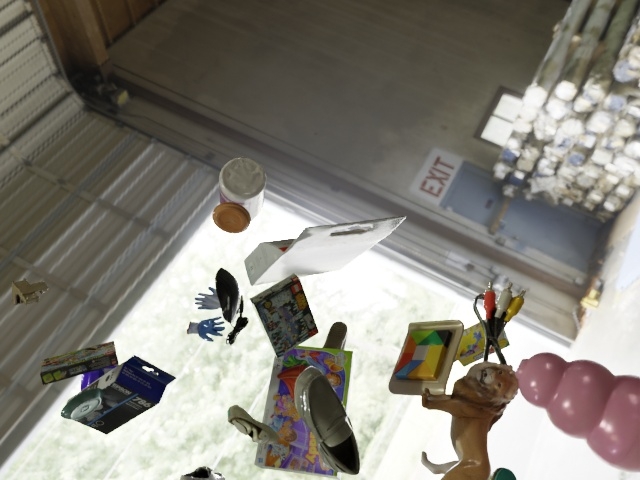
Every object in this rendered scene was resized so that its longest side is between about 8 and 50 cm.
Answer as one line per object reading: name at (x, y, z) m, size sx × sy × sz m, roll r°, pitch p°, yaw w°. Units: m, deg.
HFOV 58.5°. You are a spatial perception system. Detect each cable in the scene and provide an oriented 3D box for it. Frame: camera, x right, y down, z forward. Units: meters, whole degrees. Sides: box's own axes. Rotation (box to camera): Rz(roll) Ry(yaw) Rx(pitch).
cable at (0.479, 0.246, 1.595) m, size 0.072 × 0.139 × 0.287 m, roll 74°, pitch -147°, yaw -55°

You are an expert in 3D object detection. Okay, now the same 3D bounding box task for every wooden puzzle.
wooden puzzle at (0.311, 0.348, 1.719) m, size 0.221 × 0.044 × 0.238 m, roll -14°, pitch 46°, yaw 49°

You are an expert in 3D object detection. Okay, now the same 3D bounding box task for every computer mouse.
computer mouse at (-0.279, 0.200, 1.901) m, size 0.184 × 0.060 × 0.262 m, roll -57°, pitch -39°, yaw -71°

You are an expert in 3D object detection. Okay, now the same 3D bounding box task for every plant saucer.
plant saucer at (-0.191, -0.046, 1.222) m, size 0.013 × 0.083 × 0.083 m, roll -83°, pitch 6°, yaw -48°
plant saucer at (-0.638, 0.447, 1.543) m, size 0.119 × 0.021 × 0.119 m, roll -35°, pitch -24°, yaw -18°

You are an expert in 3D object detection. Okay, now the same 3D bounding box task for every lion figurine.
lion figurine at (0.376, 0.502, 1.459) m, size 0.142 × 0.240 × 0.392 m, roll 27°, pitch -113°, yaw -73°

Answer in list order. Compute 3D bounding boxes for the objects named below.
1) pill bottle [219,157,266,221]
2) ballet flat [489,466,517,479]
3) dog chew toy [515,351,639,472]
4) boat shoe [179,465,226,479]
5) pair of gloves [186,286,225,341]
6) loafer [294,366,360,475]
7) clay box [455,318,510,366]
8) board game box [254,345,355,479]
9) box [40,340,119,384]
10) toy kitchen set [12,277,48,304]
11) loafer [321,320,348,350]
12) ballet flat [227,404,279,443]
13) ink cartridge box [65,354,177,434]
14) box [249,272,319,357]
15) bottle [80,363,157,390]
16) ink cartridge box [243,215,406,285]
pill bottle at (-0.293, -0.170, 2.136) m, size 0.169 × 0.169 × 0.301 m, roll -59°, pitch -3°, yaw -23°
ballet flat at (0.372, 0.588, 1.158) m, size 0.077 × 0.091 × 0.241 m, roll 117°, pitch 165°, yaw -44°
dog chew toy at (0.596, 0.358, 1.260) m, size 0.206 × 0.332 × 0.206 m, roll -50°, pitch -24°, yaw -33°
boat shoe at (-0.409, 0.829, 1.986) m, size 0.267 × 0.096 × 0.088 m, roll 25°, pitch -107°, yaw -61°
pair of gloves at (-0.394, 0.260, 2.031) m, size 0.023 × 0.159 × 0.198 m, roll 46°, pitch -130°, yaw -60°
loafer at (0.027, 0.435, 1.364) m, size 0.112 × 0.111 × 0.319 m, roll -38°, pitch -56°, yaw -28°
clay box at (0.575, 0.375, 2.108) m, size 0.222 × 0.053 × 0.127 m, roll -33°, pitch 32°, yaw 23°
board game box at (-0.037, 0.481, 1.638) m, size 0.078 × 0.233 × 0.347 m, roll 72°, pitch -156°, yaw -60°
box at (-0.701, 0.355, 1.670) m, size 0.114 × 0.207 × 0.036 m, roll -156°, pitch 56°, yaw -64°
toy kitchen set at (-0.766, 0.150, 1.517) m, size 0.068 × 0.083 × 0.075 m, roll -18°, pitch -42°, yaw -45°
loafer at (0.049, 0.462, 2.317) m, size 0.268 × 0.102 × 0.092 m, roll -62°, pitch -31°, yaw -13°
ballet flat at (-0.173, 0.477, 1.435) m, size 0.057 × 0.168 × 0.052 m, roll -40°, pitch 22°, yaw 20°
ink cartridge box at (-0.605, 0.471, 1.721) m, size 0.333 × 0.165 × 0.065 m, roll -35°, pitch 34°, yaw 23°
box at (-0.063, 0.137, 1.033) m, size 0.094 × 0.027 × 0.137 m, roll -30°, pitch -54°, yaw -17°
bottle at (-0.771, 0.537, 2.206) m, size 0.283 × 0.092 × 0.118 m, roll 10°, pitch -96°, yaw -43°
ink cartridge box at (0.000, 0.000, 1.538) m, size 0.308 × 0.091 × 0.385 m, roll -7°, pitch -21°, yaw -31°
